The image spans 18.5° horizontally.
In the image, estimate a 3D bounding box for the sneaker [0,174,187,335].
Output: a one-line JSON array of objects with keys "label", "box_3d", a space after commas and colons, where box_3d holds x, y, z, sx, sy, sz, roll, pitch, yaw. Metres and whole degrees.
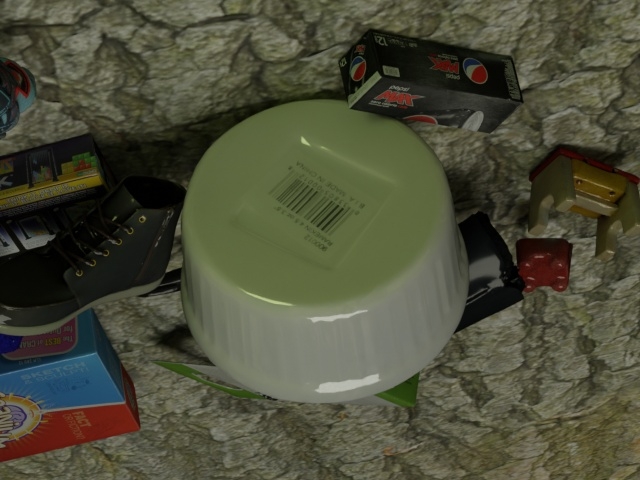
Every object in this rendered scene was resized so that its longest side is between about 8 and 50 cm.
[{"label": "sneaker", "box_3d": [-0.226, 0.006, 1.821, 0.222, 0.083, 0.118, -21, 146, -42]}]

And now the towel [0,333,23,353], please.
[{"label": "towel", "box_3d": [-0.416, 0.035, 1.861, 0.228, 0.076, 0.308, 5, 155, 6]}]

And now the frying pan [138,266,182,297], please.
[{"label": "frying pan", "box_3d": [-0.014, 0.005, 2.064, 0.326, 0.053, 0.197, -23, 152, 22]}]

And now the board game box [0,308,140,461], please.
[{"label": "board game box", "box_3d": [-0.383, 0.179, 2.223, 0.317, 0.064, 0.242, -13, 153, 1]}]

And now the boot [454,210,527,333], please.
[{"label": "boot", "box_3d": [0.083, 0.029, 2.020, 0.207, 0.094, 0.246, -35, 132, 7]}]

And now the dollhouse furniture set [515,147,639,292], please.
[{"label": "dollhouse furniture set", "box_3d": [0.369, 0.002, 2.166, 0.374, 0.152, 0.201, 20, 142, -20]}]

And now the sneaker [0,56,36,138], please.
[{"label": "sneaker", "box_3d": [-0.297, -0.137, 1.622, 0.125, 0.104, 0.262, -12, 170, -17]}]

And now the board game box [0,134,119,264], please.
[{"label": "board game box", "box_3d": [-0.278, -0.030, 1.889, 0.170, 0.048, 0.141, -14, 151, 3]}]

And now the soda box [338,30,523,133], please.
[{"label": "soda box", "box_3d": [0.103, -0.145, 1.825, 0.169, 0.053, 0.060, 7, 147, -33]}]

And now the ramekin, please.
[{"label": "ramekin", "box_3d": [0.000, 0.000, 1.831, 0.277, 0.277, 0.135, -11, 146, -3]}]

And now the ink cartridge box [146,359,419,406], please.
[{"label": "ink cartridge box", "box_3d": [-0.039, 0.121, 2.239, 0.255, 0.097, 0.189, 0, 163, 35]}]
